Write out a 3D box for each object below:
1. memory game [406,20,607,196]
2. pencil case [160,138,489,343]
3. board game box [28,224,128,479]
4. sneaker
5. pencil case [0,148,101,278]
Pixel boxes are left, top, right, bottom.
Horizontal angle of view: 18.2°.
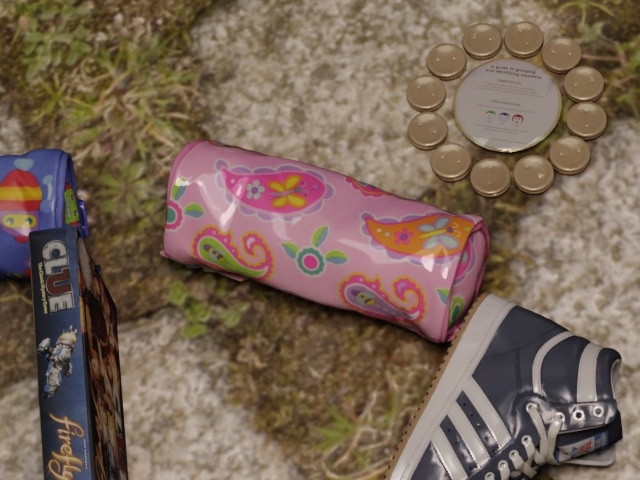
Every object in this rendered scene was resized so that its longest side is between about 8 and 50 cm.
[{"bbox_3d":[0.168,-0.120,1.812,0.186,0.012,0.186,-3,63,6],"label":"memory game"},{"bbox_3d":[0.000,0.000,1.718,0.284,0.124,0.124,16,67,15],"label":"pencil case"},{"bbox_3d":[-0.195,0.132,1.645,0.042,0.165,0.243,-9,64,2],"label":"board game box"},{"bbox_3d":[0.148,0.182,1.617,0.153,0.099,0.282,20,65,17],"label":"sneaker"},{"bbox_3d":[-0.349,-0.010,1.758,0.306,0.133,0.119,-4,85,6],"label":"pencil case"}]
